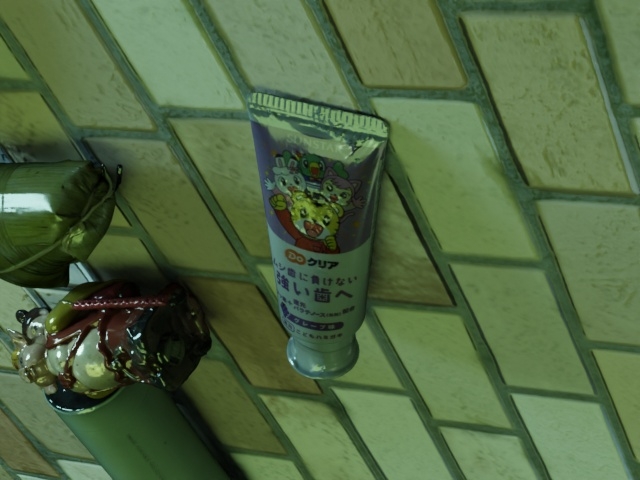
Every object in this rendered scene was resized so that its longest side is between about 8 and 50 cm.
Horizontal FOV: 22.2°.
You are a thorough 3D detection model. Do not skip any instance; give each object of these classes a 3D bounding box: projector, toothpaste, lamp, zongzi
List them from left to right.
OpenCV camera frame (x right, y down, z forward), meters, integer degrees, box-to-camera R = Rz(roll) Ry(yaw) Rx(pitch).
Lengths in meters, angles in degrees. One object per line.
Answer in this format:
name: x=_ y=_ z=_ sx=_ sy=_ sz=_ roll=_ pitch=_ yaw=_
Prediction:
zongzi: x=-0.225 y=0.001 z=1.475 sx=0.205 sy=0.094 sz=0.204 roll=-3 pitch=151 yaw=34
lamp: x=-0.227 y=0.098 z=1.592 sx=0.253 sy=0.118 sz=0.118 roll=-3 pitch=140 yaw=33
projector: x=-0.183 y=0.231 z=1.776 sx=0.108 sy=0.108 sz=0.337 roll=5 pitch=145 yaw=28
toothpaste: x=0.000 y=0.000 z=1.342 sx=0.114 sy=0.073 sz=0.299 roll=15 pitch=140 yaw=14
